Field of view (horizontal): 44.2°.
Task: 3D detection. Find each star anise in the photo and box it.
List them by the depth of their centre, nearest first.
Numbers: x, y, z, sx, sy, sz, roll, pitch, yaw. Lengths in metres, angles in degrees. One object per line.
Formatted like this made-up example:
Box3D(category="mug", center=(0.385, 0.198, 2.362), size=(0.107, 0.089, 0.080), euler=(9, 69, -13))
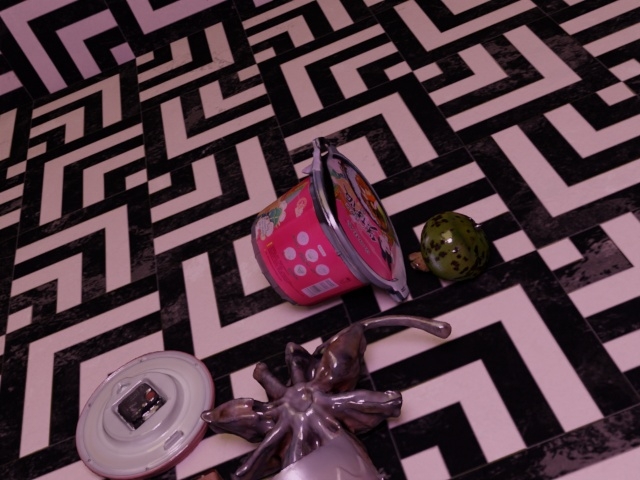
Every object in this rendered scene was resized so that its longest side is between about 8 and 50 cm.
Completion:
Box3D(category="star anise", center=(0.008, 0.256, 1.135), size=(0.359, 0.139, 0.316), euler=(-2, 61, 12))

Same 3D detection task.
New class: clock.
Box3D(category="clock", center=(-0.286, 0.282, 1.293), size=(0.244, 0.056, 0.244), euler=(-14, 41, 12))

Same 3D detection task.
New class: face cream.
Box3D(category="face cream", center=(0.014, 0.355, 0.927), size=(0.175, 0.175, 0.195), euler=(-32, 72, -10))

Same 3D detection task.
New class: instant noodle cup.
Box3D(category="instant noodle cup", center=(0.000, 0.000, 1.333), size=(0.181, 0.258, 0.302), euler=(-28, 80, 22))

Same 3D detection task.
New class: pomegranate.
Box3D(category="pomegranate", center=(0.206, 0.018, 1.308), size=(0.161, 0.122, 0.122), euler=(-29, 32, 38))

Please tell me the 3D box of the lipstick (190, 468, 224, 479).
Box3D(category="lipstick", center=(-0.145, 0.395, 1.110), size=(0.045, 0.045, 0.145), euler=(-25, 40, -4))
